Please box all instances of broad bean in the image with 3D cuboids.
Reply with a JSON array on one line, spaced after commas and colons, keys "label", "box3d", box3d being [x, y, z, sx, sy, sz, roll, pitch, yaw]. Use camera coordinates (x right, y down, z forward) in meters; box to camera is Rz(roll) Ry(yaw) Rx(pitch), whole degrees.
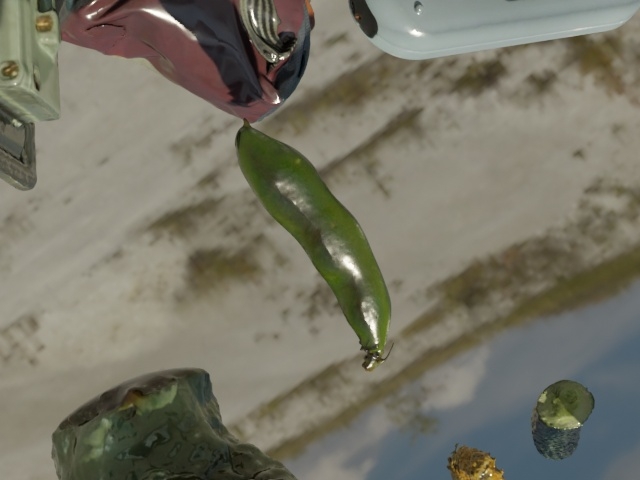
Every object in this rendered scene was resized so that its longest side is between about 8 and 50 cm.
[{"label": "broad bean", "box3d": [0.004, -0.002, 1.261, 0.065, 0.254, 0.046, -30, -168, 11]}]

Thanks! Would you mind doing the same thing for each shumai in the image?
[{"label": "shumai", "box3d": [-0.185, 0.330, 1.746, 0.324, 0.323, 0.397, -1, 143, -47]}]

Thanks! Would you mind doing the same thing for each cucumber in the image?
[{"label": "cucumber", "box3d": [0.243, 0.188, 1.461, 0.215, 0.058, 0.052, 70, 28, -70]}]

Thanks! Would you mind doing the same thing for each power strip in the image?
[{"label": "power strip", "box3d": [-0.292, -0.190, 1.365, 0.092, 0.257, 0.251, -4, 174, -5]}]

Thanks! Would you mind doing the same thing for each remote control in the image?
[{"label": "remote control", "box3d": [0.134, -0.184, 1.033, 0.244, 0.087, 0.047, -12, 164, -25]}]

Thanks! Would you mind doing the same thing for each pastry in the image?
[{"label": "pastry", "box3d": [0.209, 0.315, 1.796, 0.056, 0.140, 0.080, -48, -148, -20]}]

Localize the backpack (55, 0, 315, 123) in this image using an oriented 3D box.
[{"label": "backpack", "box3d": [-0.123, -0.321, 1.594, 0.197, 0.283, 0.317, -21, -131, 60]}]
